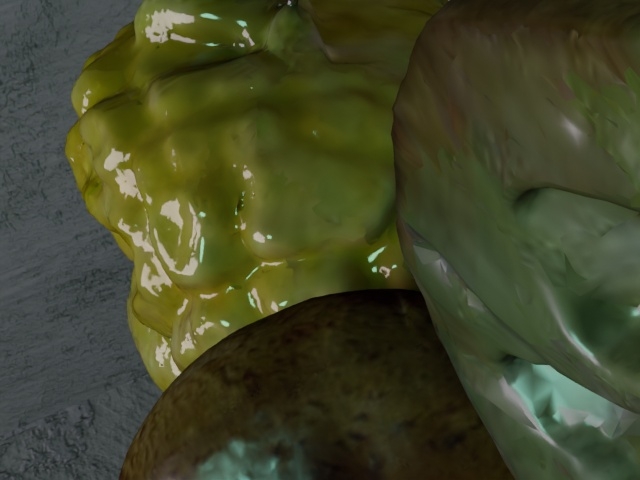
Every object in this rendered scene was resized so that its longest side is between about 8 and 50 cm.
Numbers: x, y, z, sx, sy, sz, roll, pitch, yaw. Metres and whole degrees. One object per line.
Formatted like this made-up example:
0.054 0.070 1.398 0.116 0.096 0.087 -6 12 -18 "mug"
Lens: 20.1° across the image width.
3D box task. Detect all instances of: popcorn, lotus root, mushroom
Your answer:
0.000 0.000 1.128 0.349 0.349 0.381 -118 34 -56 "popcorn"
0.160 0.065 0.400 0.390 0.111 0.375 45 162 36 "lotus root"
0.033 0.136 0.911 0.254 0.267 0.267 -111 1 -51 "mushroom"
